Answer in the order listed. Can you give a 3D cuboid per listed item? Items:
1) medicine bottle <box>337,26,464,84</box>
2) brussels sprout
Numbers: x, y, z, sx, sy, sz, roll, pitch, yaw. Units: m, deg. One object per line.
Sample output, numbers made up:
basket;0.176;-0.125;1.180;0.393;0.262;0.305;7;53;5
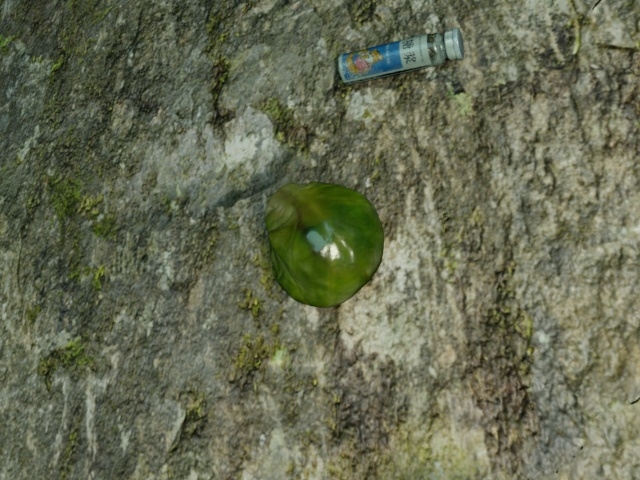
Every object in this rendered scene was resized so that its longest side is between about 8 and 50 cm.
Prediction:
medicine bottle;0.122;-0.283;1.001;0.191;0.051;0.051;-7;65;22
brussels sprout;0.004;-0.001;0.882;0.180;0.144;0.161;58;134;21
